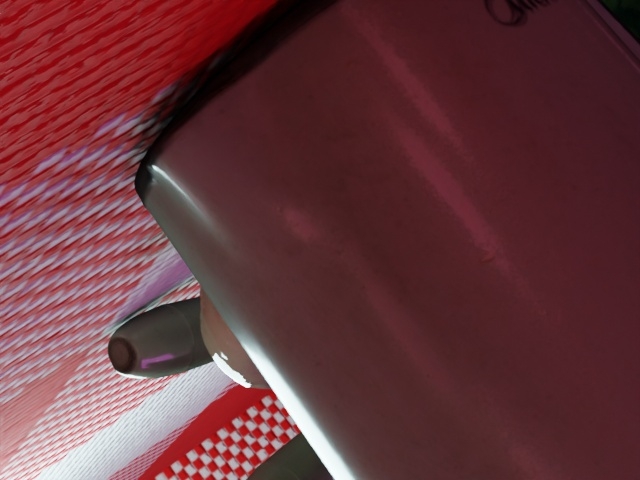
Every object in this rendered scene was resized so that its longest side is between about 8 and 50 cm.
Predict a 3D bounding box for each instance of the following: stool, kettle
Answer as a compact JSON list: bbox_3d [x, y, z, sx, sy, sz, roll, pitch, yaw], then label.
[{"bbox_3d":[-0.001,0.070,1.298,0.195,0.195,0.199,-42,167,33],"label":"stool"},{"bbox_3d":[0.139,0.035,0.916,0.361,0.376,0.250,-31,171,-47],"label":"kettle"}]

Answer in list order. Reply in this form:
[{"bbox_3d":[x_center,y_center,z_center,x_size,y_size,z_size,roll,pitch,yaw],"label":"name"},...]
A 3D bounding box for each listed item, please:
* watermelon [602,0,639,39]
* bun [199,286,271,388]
[{"bbox_3d":[0.336,-0.104,1.264,0.363,0.363,0.363,-38,174,-5],"label":"watermelon"},{"bbox_3d":[0.000,0.000,1.105,0.183,0.102,0.183,-30,151,-19],"label":"bun"}]
